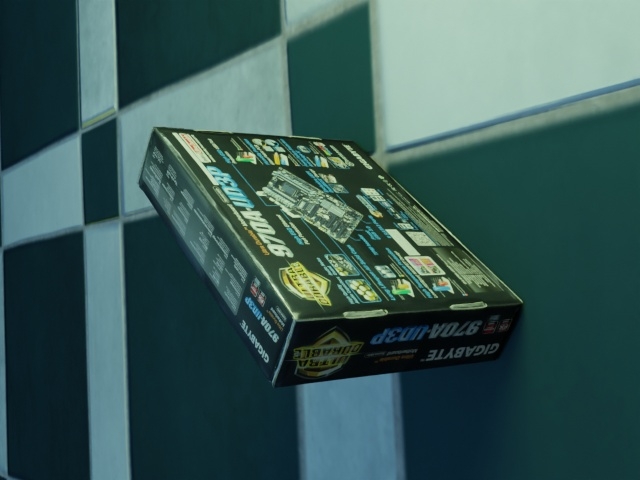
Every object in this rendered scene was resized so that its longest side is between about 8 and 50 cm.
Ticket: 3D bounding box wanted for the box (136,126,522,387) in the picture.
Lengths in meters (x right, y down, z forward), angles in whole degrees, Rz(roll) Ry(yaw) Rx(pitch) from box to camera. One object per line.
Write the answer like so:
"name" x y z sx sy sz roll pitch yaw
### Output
"box" 0.000 0.000 0.612 0.220 0.175 0.051 49 129 42
